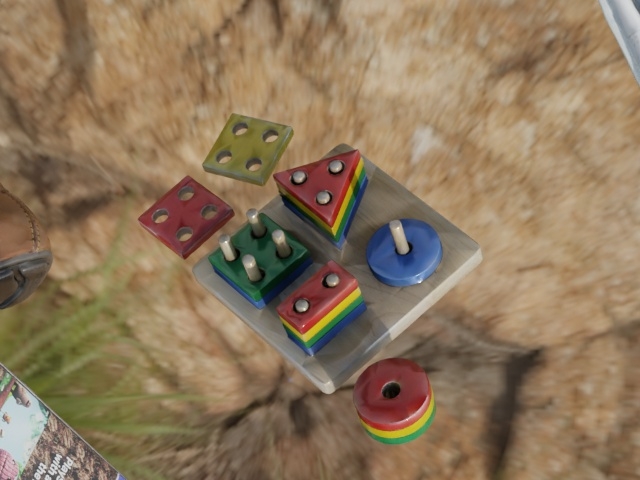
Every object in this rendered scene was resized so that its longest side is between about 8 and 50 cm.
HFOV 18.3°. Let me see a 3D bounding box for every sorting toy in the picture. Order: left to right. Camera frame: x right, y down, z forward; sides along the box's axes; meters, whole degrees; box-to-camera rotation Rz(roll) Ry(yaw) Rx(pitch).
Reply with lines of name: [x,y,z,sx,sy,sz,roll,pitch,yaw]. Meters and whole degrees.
sorting toy: [0.000,0.000,1.221,0.132,0.046,0.274,-40,53,-15]

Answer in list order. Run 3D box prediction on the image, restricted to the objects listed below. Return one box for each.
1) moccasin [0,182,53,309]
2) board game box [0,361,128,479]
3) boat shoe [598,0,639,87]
moccasin: [-0.415,0.026,1.734,0.380,0.139,0.147,-24,70,-35]
board game box: [-0.284,0.172,1.216,0.141,0.232,0.291,-25,119,37]
boat shoe: [0.122,-0.151,0.689,0.098,0.096,0.277,-19,84,19]
